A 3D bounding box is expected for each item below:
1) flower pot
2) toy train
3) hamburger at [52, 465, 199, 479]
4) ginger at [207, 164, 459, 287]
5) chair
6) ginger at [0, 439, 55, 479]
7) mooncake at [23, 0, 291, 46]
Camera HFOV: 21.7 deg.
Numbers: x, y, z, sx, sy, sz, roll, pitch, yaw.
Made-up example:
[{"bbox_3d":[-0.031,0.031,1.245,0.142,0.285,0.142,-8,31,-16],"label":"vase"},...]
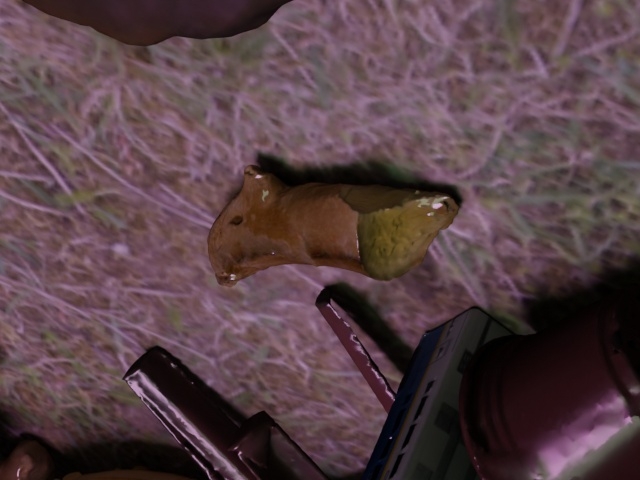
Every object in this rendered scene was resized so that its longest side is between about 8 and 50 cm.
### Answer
[{"bbox_3d":[0.131,0.072,0.752,0.111,0.111,0.089,38,131,-14],"label":"flower pot"},{"bbox_3d":[0.039,0.136,0.768,0.052,0.234,0.051,37,141,-12],"label":"toy train"},{"bbox_3d":[-0.115,0.283,1.064,0.300,0.176,0.300,6,111,16],"label":"hamburger"},{"bbox_3d":[-0.001,-0.005,0.788,0.137,0.044,0.057,0,154,35],"label":"ginger"},{"bbox_3d":[0.032,0.197,0.905,0.183,0.175,0.326,-28,111,39],"label":"chair"},{"bbox_3d":[-0.240,0.144,1.113,0.149,0.065,0.258,20,139,-10],"label":"ginger"},{"bbox_3d":[-0.062,-0.185,0.542,0.228,0.124,0.228,22,144,17],"label":"mooncake"}]
